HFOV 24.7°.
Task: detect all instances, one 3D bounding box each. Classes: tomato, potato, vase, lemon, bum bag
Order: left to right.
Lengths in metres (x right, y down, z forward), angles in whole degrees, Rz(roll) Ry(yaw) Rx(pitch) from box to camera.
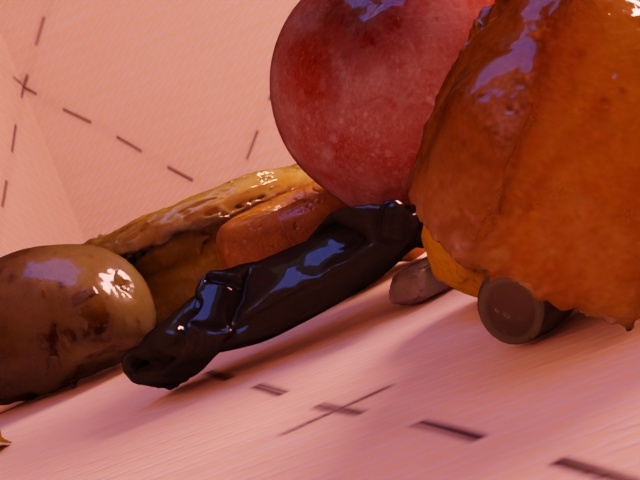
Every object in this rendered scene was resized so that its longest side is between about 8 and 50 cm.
[{"bbox_3d":[-0.307,0.089,1.594,0.262,0.165,0.165,-13,7,12],"label":"potato"},{"bbox_3d":[-0.029,0.037,1.289,0.326,0.079,0.142,-29,-5,-5],"label":"bum bag"},{"bbox_3d":[0.079,-0.161,1.398,0.270,0.270,0.227,-20,-38,13],"label":"tomato"},{"bbox_3d":[0.137,-0.009,1.140,0.114,0.114,0.155,-18,10,25],"label":"lemon"},{"bbox_3d":[0.152,0.032,0.990,0.053,0.053,0.101,-17,3,38],"label":"vase"}]

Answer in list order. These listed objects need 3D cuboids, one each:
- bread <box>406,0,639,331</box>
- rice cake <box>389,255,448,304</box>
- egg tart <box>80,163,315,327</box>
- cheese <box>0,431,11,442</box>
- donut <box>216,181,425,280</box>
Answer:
[{"bbox_3d":[0.181,-0.089,0.974,0.179,0.194,0.340,-63,-5,21],"label":"bread"},{"bbox_3d":[0.127,0.015,1.337,0.047,0.036,0.207,-32,-2,38],"label":"rice cake"},{"bbox_3d":[-0.140,0.016,1.761,0.345,0.132,0.345,-23,1,1],"label":"egg tart"},{"bbox_3d":[-0.367,0.170,1.391,0.157,0.064,0.250,17,-8,-5],"label":"cheese"},{"bbox_3d":[0.000,0.001,1.548,0.227,0.113,0.226,-21,7,3],"label":"donut"}]
